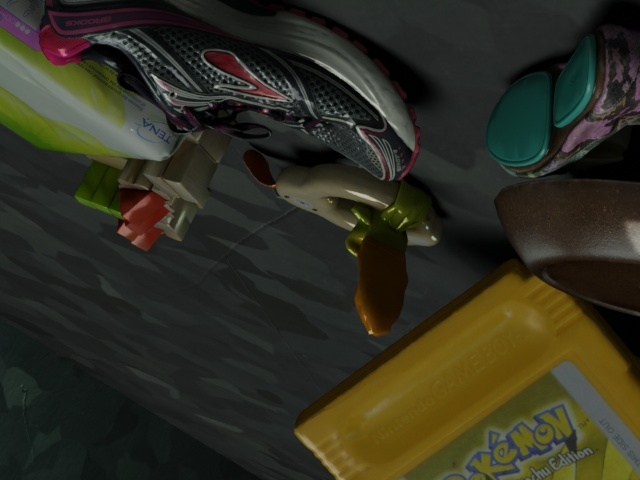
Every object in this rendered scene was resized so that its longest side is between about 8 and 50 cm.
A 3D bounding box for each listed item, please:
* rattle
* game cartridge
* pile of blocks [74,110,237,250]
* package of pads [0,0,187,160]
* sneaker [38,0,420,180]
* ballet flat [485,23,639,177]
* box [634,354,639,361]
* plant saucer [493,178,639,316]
[{"bbox_3d":[0.000,0.000,1.537,0.199,0.143,0.130,11,179,25],"label":"rattle"},{"bbox_3d":[0.183,0.205,1.553,0.324,0.285,0.053,48,-162,-11],"label":"game cartridge"},{"bbox_3d":[-0.181,-0.064,1.647,0.149,0.113,0.362,26,165,-3],"label":"pile of blocks"},{"bbox_3d":[-0.259,-0.178,1.414,0.296,0.101,0.229,36,163,-36],"label":"package of pads"},{"bbox_3d":[-0.065,-0.120,1.272,0.299,0.112,0.121,27,165,-9],"label":"sneaker"},{"bbox_3d":[0.174,-0.083,1.108,0.079,0.077,0.221,8,168,-11],"label":"ballet flat"},{"bbox_3d":[0.227,0.192,1.676,0.114,0.203,0.103,28,166,-2],"label":"box"},{"bbox_3d":[0.269,0.022,1.198,0.310,0.050,0.310,12,170,2],"label":"plant saucer"}]
